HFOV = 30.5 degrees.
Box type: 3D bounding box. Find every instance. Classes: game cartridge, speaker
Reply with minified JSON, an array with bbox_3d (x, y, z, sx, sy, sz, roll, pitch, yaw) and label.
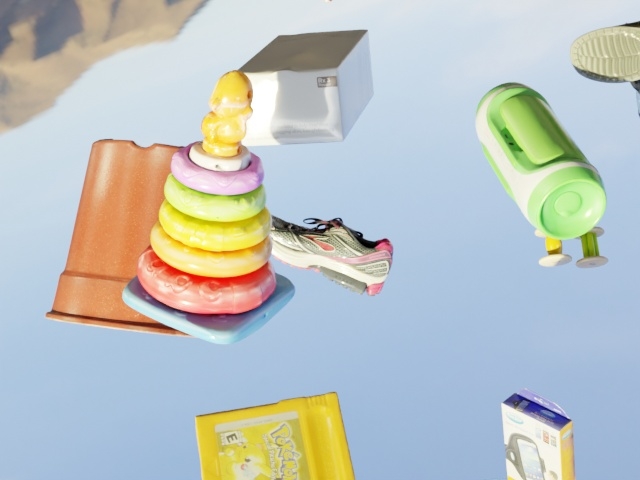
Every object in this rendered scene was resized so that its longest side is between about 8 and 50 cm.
[{"bbox_3d":[-0.096,0.477,2.530,0.323,0.053,0.285,-10,-128,-4],"label":"game cartridge"},{"bbox_3d":[0.332,-0.127,1.798,0.131,0.131,0.296,-22,-143,3],"label":"speaker"}]

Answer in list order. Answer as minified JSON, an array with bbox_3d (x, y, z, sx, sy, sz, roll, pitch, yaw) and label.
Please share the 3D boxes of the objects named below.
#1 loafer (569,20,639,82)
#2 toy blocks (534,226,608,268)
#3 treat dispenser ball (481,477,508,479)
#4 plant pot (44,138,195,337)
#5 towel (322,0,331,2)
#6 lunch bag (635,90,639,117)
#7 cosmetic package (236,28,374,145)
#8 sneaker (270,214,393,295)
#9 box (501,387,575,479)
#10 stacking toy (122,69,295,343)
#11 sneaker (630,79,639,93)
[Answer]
[{"bbox_3d":[0.534,-0.311,1.905,0.251,0.094,0.087,-3,-167,20],"label":"loafer"},{"bbox_3d":[0.399,-0.034,1.888,0.123,0.148,0.054,3,161,-22],"label":"toy blocks"},{"bbox_3d":[0.221,0.427,1.387,0.288,0.288,0.288,-21,-164,7],"label":"treat dispenser ball"},{"bbox_3d":[-0.251,-0.002,1.718,0.272,0.265,0.272,7,177,0],"label":"plant pot"},{"bbox_3d":[0.108,-0.457,1.451,0.329,0.237,0.037,-16,174,31],"label":"towel"},{"bbox_3d":[0.649,-0.283,2.225,0.096,0.129,0.151,-1,-154,14],"label":"lunch bag"},{"bbox_3d":[-0.025,-0.320,2.410,0.217,0.156,0.385,-1,-158,14],"label":"cosmetic package"},{"bbox_3d":[0.000,0.000,2.321,0.299,0.112,0.121,21,-161,-2],"label":"sneaker"},{"bbox_3d":[0.242,0.230,1.300,0.028,0.136,0.081,-33,-143,-31],"label":"box"},{"bbox_3d":[-0.117,-0.051,1.324,0.165,0.302,0.175,22,-149,23],"label":"stacking toy"},{"bbox_3d":[0.667,-0.254,2.042,0.106,0.267,0.101,-36,161,-32],"label":"sneaker"}]
